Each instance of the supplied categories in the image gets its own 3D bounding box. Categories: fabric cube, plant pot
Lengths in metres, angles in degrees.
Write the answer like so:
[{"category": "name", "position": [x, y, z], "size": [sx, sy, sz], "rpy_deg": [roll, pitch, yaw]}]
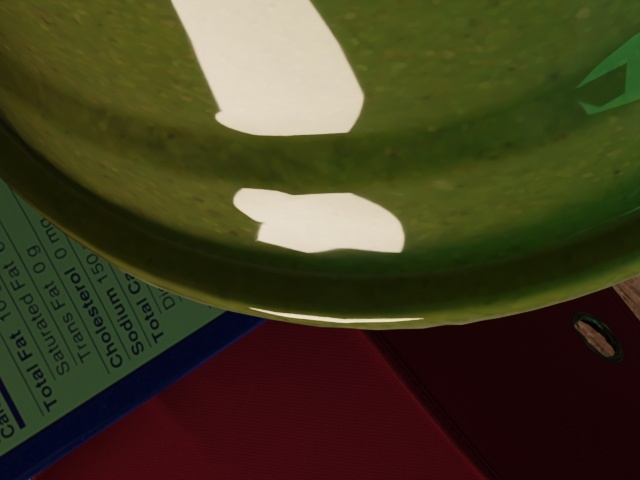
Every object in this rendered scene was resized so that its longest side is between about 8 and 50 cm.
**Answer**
[{"category": "fabric cube", "position": [0.039, 0.139, 1.013], "size": [0.259, 0.254, 0.258], "rpy_deg": [-48, 159, 26]}, {"category": "plant pot", "position": [-0.012, -0.148, 0.324], "size": [0.276, 0.276, 0.254], "rpy_deg": [-45, 157, -1]}]

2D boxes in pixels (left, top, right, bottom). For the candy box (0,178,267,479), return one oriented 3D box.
[{"category": "candy box", "position": [-0.113, 0.015, 0.634], "size": [0.317, 0.122, 0.268], "rpy_deg": [-32, -178, -43]}]
